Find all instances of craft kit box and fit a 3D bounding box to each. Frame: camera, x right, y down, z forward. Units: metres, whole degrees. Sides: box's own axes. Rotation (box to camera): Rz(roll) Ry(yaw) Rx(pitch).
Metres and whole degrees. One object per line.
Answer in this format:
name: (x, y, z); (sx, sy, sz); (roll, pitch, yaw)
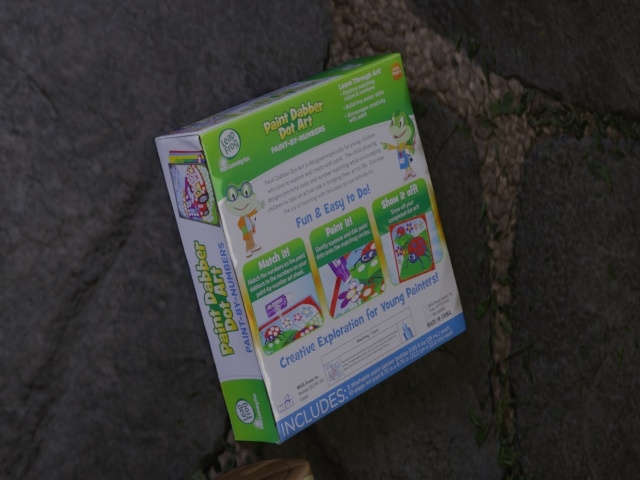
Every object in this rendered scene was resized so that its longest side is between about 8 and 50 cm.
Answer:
craft kit box: (0.000, 0.000, 1.449); (0.250, 0.061, 0.247); (-26, 109, -45)

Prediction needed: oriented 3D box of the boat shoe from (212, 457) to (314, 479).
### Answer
boat shoe: (-0.102, 0.271, 1.271); (0.341, 0.121, 0.110); (-31, 110, -45)
